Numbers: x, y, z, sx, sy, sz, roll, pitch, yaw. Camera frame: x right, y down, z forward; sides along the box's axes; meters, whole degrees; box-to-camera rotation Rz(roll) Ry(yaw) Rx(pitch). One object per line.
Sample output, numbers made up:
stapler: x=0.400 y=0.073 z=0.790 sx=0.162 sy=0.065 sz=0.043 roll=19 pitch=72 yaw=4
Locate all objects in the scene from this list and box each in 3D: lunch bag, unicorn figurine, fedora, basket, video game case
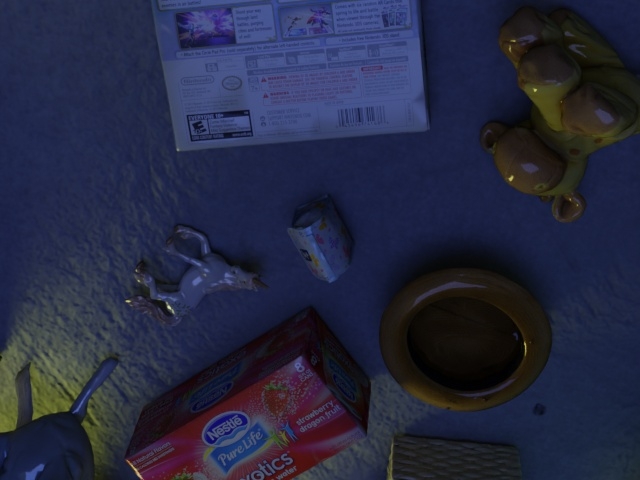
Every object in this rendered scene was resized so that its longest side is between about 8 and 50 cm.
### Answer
lunch bag: x=0.000 y=0.000 z=1.377 sx=0.053 sy=0.083 sz=0.071 roll=-24 pitch=111 yaw=14
unicorn figurine: x=-0.138 y=0.041 z=1.427 sx=0.111 sy=0.060 sz=0.162 roll=41 pitch=127 yaw=-14
fedora: x=0.158 y=0.098 z=1.411 sx=0.194 sy=0.079 sz=0.194 roll=0 pitch=118 yaw=-1
basket: x=0.153 y=0.302 z=1.486 sx=0.167 sy=0.113 sz=0.103 roll=4 pitch=112 yaw=3
video game case: x=-0.031 y=-0.223 z=1.290 sx=0.269 sy=0.061 sz=0.244 roll=-4 pitch=115 yaw=6

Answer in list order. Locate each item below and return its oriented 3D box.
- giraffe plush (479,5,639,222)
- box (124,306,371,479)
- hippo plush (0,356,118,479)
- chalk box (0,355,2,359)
giraffe plush: x=0.239 y=-0.115 z=1.283 sx=0.210 sy=0.181 sz=0.170 roll=11 pitch=132 yaw=-38
box: x=-0.081 y=0.207 z=1.456 sx=0.257 sy=0.122 sz=0.128 roll=-31 pitch=107 yaw=17
hippo plush: x=-0.338 y=0.331 z=1.499 sx=0.234 sy=0.294 sz=0.236 roll=-6 pitch=137 yaw=9
chalk box: x=-0.500 y=0.131 z=1.452 sx=0.132 sy=0.132 sz=0.213 roll=-41 pitch=105 yaw=20
